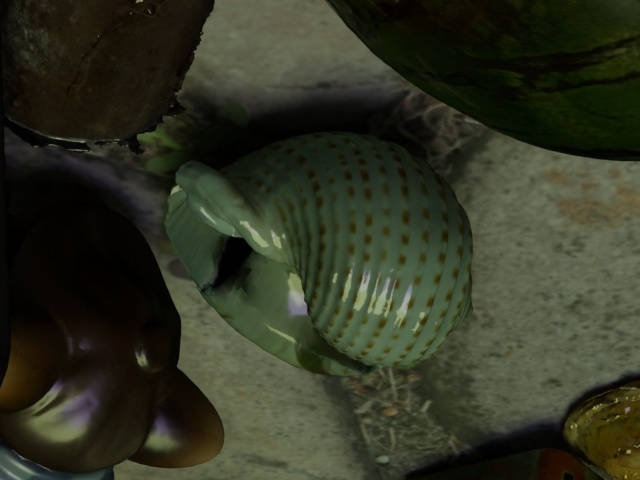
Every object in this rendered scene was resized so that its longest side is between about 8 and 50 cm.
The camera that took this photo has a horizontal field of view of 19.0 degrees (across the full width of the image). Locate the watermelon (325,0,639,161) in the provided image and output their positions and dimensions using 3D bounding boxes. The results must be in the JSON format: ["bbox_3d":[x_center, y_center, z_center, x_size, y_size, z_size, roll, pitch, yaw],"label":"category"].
[{"bbox_3d":[0.156,-0.201,0.803,0.363,0.363,0.363,0,141,0],"label":"watermelon"}]

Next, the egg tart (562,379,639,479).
[{"bbox_3d":[0.251,0.155,1.463,0.128,0.049,0.129,0,143,0],"label":"egg tart"}]

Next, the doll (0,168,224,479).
[{"bbox_3d":[-0.229,0.105,1.272,0.318,0.209,0.340,24,132,-30],"label":"doll"}]

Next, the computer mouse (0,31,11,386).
[{"bbox_3d":[-0.241,-0.026,1.034,0.100,0.269,0.170,-3,-179,-36],"label":"computer mouse"}]

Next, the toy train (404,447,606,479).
[{"bbox_3d":[0.145,0.219,1.505,0.188,0.072,0.099,-19,135,37],"label":"toy train"}]

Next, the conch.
[{"bbox_3d":[0.008,-0.006,1.200,0.200,0.131,0.172,44,157,-9],"label":"conch"}]

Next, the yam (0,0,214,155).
[{"bbox_3d":[-0.099,-0.170,1.001,0.131,0.131,0.280,12,137,-15],"label":"yam"}]
